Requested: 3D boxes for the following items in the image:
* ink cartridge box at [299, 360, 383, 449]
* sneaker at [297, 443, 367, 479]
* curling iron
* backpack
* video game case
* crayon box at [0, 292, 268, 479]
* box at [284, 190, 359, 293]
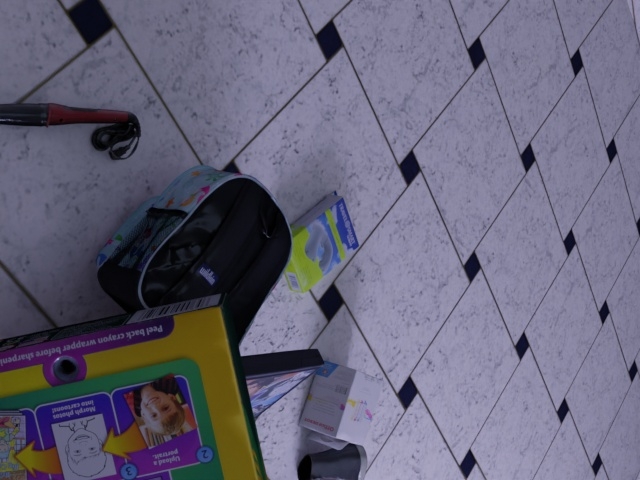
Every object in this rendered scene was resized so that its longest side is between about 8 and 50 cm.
[{"bbox_3d":[0.035,0.303,1.483,0.090,0.092,0.143,29,76,-46],"label":"ink cartridge box"},{"bbox_3d":[0.009,0.476,1.507,0.118,0.083,0.221,-1,106,-27],"label":"sneaker"},{"bbox_3d":[-0.346,-0.147,1.049,0.274,0.035,0.068,2,94,-47],"label":"curling iron"},{"bbox_3d":[-0.167,0.025,1.151,0.253,0.191,0.225,-53,133,-19],"label":"backpack"},{"bbox_3d":[-0.166,0.238,1.172,0.275,0.248,0.035,2,54,-47],"label":"video game case"},{"bbox_3d":[-0.255,0.254,0.949,0.363,0.106,0.312,-12,96,-2],"label":"crayon box"},{"bbox_3d":[0.000,0.000,1.438,0.178,0.042,0.109,-40,123,-35],"label":"box"}]
